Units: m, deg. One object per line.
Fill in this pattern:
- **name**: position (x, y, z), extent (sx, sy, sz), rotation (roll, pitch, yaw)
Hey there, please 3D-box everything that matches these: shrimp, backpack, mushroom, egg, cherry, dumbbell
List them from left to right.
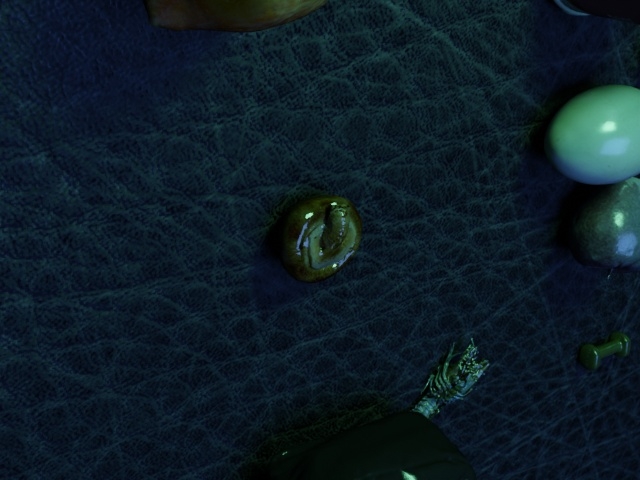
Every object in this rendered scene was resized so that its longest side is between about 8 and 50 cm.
- **mushroom**: position (0.000, 0.000, 1.282), extent (0.127, 0.087, 0.127), rotation (-19, 122, -32)
- **backpack**: position (0.058, 0.483, 1.521), extent (0.363, 0.255, 0.446), rotation (-7, 113, -33)
- **shrimp**: position (0.202, 0.237, 1.652), extent (0.174, 0.082, 0.076), rotation (-44, -178, -3)
- **egg**: position (0.433, -0.160, 1.538), extent (0.209, 0.151, 0.151), rotation (-15, 125, -26)
- **dumbbell**: position (0.557, 0.216, 1.965), extent (0.118, 0.046, 0.052), rotation (-13, 118, -36)
- **cherry**: position (0.491, -0.023, 1.688), extent (0.176, 0.140, 0.176), rotation (-3, 94, -51)

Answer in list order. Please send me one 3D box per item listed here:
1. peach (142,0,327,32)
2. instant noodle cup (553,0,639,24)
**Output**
- **peach**: position (-0.073, -0.298, 0.936), extent (0.257, 0.232, 0.232), rotation (-47, 138, 3)
- **instant noodle cup**: position (0.441, -0.389, 1.346), extent (0.234, 0.178, 0.235), rotation (-21, 129, -28)
